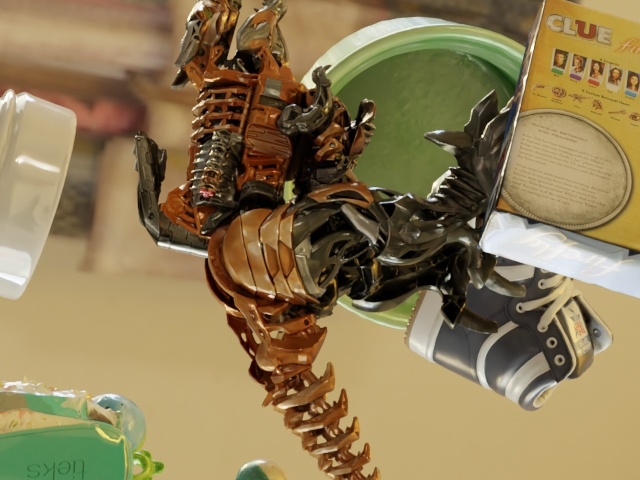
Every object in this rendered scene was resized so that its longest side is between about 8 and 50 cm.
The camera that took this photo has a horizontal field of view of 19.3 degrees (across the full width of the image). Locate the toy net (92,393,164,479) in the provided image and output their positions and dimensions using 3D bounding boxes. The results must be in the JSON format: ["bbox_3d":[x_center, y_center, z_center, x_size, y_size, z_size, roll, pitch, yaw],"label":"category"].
[{"bbox_3d":[-0.263,0.206,1.700,0.045,0.232,0.122,94,-22,-53],"label":"toy net"}]

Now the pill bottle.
[{"bbox_3d":[-0.314,-0.064,1.229,0.160,0.283,0.160,-163,-90,-76],"label":"pill bottle"}]

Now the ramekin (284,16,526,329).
[{"bbox_3d":[0.101,-0.076,1.863,0.148,0.303,0.303,-115,-139,-72],"label":"ramekin"}]

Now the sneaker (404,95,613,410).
[{"bbox_3d":[0.183,0.011,1.547,0.153,0.099,0.282,34,-58,22],"label":"sneaker"}]

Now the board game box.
[{"bbox_3d":[0.223,-0.034,1.058,0.042,0.243,0.165,107,0,-55],"label":"board game box"}]

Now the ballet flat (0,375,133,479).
[{"bbox_3d":[-0.191,0.093,0.816,0.077,0.241,0.091,2,-100,49],"label":"ballet flat"}]

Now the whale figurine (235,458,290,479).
[{"bbox_3d":[-0.013,0.269,1.416,0.216,0.141,0.272,58,-25,5],"label":"whale figurine"}]

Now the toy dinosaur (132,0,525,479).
[{"bbox_3d":[0.000,0.000,1.162,0.164,0.218,0.322,-166,-111,-78],"label":"toy dinosaur"}]
